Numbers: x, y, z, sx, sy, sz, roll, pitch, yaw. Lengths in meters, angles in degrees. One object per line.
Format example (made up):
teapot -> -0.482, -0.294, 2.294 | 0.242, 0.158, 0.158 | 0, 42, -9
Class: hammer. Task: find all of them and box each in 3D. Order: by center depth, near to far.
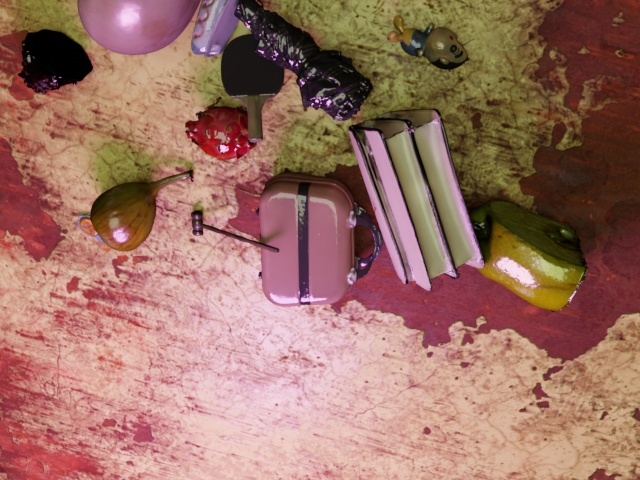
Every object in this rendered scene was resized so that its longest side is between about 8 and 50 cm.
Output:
hammer -> -0.199, -0.012, 1.720 | 0.292, 0.029, 0.058 | 17, 118, 40

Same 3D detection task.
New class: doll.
doll -> 0.232, -0.415, 1.579 | 0.179, 0.102, 0.089 | 23, 153, -4

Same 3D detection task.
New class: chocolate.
chocolate -> -0.612, -0.381, 1.693 | 0.156, 0.156, 0.133 | 42, 128, -7

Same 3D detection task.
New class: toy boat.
toy boat -> -0.219, -0.490, 1.587 | 0.079, 0.134, 0.207 | 29, 106, 8

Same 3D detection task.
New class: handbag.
handbag -> 0.190, -0.092, 1.611 | 0.160, 0.237, 0.358 | -22, 105, -10
handbag -> 0.000, 0.000, 1.717 | 0.283, 0.149, 0.301 | 2, 107, 5

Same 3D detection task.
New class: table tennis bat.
table tennis bat -> -0.145, -0.333, 1.628 | 0.138, 0.022, 0.246 | -4, 79, -2

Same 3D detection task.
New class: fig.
fig -> -0.414, -0.087, 1.748 | 0.259, 0.151, 0.151 | -35, 101, 13

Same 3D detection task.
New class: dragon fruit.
dragon fruit -> -0.217, -0.240, 1.679 | 0.166, 0.133, 0.136 | 0, 69, 1

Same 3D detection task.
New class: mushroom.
mushroom -> -0.371, -0.549, 1.465 | 0.295, 0.362, 0.362 | 22, 110, -8

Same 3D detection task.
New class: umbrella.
umbrella -> -0.052, -0.375, 1.588 | 0.337, 0.154, 0.128 | 30, 151, -8

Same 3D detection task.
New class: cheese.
cheese -> -0.555, -0.019, 1.854 | 0.047, 0.017, 0.111 | -41, 99, 21

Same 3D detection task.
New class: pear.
pear -> 0.422, 0.031, 1.618 | 0.255, 0.238, 0.164 | 21, 116, -1
